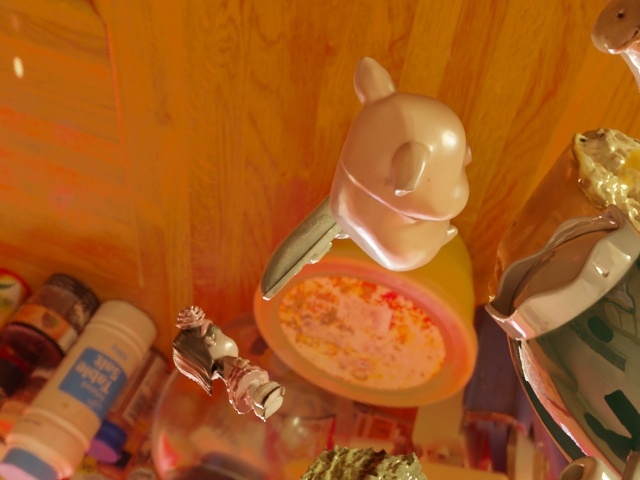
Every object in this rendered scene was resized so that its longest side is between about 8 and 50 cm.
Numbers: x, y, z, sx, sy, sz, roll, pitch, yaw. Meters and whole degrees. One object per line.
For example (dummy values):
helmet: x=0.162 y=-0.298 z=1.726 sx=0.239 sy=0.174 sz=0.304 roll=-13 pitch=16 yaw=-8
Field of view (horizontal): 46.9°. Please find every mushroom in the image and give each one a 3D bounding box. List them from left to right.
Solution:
mushroom: x=0.381 y=-0.172 z=0.779 sx=0.108 sy=0.096 sz=0.247 roll=-34 pitch=124 yaw=24

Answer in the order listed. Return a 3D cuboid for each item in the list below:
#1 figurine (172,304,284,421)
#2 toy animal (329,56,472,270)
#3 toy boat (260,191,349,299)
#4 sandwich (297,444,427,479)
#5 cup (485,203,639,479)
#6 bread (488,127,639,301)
figurine: x=-0.093 y=0.120 z=0.704 sx=0.129 sy=0.054 sz=0.072 roll=35 pitch=145 yaw=30
toy animal: x=0.087 y=-0.065 z=0.837 sx=0.166 sy=0.154 sz=0.250 roll=51 pitch=160 yaw=29
toy boat: x=0.000 y=0.000 z=1.163 sx=0.085 sy=0.260 sz=0.078 roll=47 pitch=160 yaw=-8
sandwich: x=0.054 y=0.407 z=0.862 sx=0.131 sy=0.325 sz=0.262 roll=-8 pitch=158 yaw=24
cup: x=0.206 y=0.074 z=0.494 sx=0.173 sy=0.299 sz=0.167 roll=47 pitch=130 yaw=-3
bread: x=0.489 y=0.055 z=1.267 sx=0.361 sy=0.250 sz=0.394 roll=34 pitch=123 yaw=7
